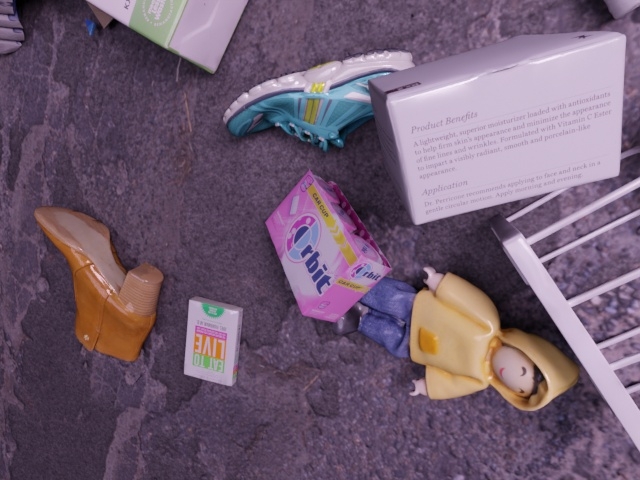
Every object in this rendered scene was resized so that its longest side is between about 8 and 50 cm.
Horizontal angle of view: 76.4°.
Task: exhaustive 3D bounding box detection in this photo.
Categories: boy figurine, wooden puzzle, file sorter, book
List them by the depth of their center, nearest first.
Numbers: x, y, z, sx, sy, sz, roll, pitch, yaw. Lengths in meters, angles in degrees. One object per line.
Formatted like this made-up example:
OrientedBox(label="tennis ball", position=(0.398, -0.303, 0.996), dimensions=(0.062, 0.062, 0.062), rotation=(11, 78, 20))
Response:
OrientedBox(label="file sorter", position=(0.327, 0.063, 0.405), dimensions=(0.173, 0.193, 0.277), rotation=(-33, 87, 21))
OrientedBox(label="boy figurine", position=(0.152, 0.128, 0.508), dimensions=(0.285, 0.092, 0.177), rotation=(20, 109, 36))
OrientedBox(label="wooden puzzle", position=(-0.355, -0.403, 0.679), dimensions=(0.117, 0.014, 0.078), rotation=(-27, 85, 20))
OrientedBox(label="book", position=(-0.189, 0.179, 0.725), dimensions=(0.097, 0.035, 0.144), rotation=(11, 103, 16))

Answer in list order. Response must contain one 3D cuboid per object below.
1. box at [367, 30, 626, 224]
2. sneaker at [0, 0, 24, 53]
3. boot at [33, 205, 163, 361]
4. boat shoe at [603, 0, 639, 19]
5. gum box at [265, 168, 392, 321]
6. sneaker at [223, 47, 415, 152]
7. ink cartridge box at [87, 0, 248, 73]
OrientedBox(label="box", position=(0.153, -0.120, 0.407), dimensions=(0.181, 0.181, 0.118), rotation=(-14, 115, 7))
OrientedBox(label="sneaker", position=(-0.565, -0.478, 0.664), dimensions=(0.316, 0.128, 0.182), rotation=(-24, 87, 43))
OrientedBox(label="boot", position=(-0.440, 0.087, 0.766), dimensions=(0.295, 0.104, 0.211), rotation=(33, 111, 9))
OrientedBox(label="boat shoe", position=(0.434, -0.284, 0.317), dimensions=(0.368, 0.136, 0.156), rotation=(-14, 100, 30))
OrientedBox(label="gum box", position=(0.000, 0.000, 0.547), dimensions=(0.107, 0.062, 0.188), rotation=(-48, 45, 21))
OrientedBox(label="sneaker", position=(-0.008, -0.171, 0.543), dimensions=(0.276, 0.107, 0.109), rotation=(-5, 107, 23))
OrientedBox(label="ink cartridge box", position=(-0.271, -0.425, 0.576), dimensions=(0.354, 0.119, 0.207), rotation=(34, 106, 13))
